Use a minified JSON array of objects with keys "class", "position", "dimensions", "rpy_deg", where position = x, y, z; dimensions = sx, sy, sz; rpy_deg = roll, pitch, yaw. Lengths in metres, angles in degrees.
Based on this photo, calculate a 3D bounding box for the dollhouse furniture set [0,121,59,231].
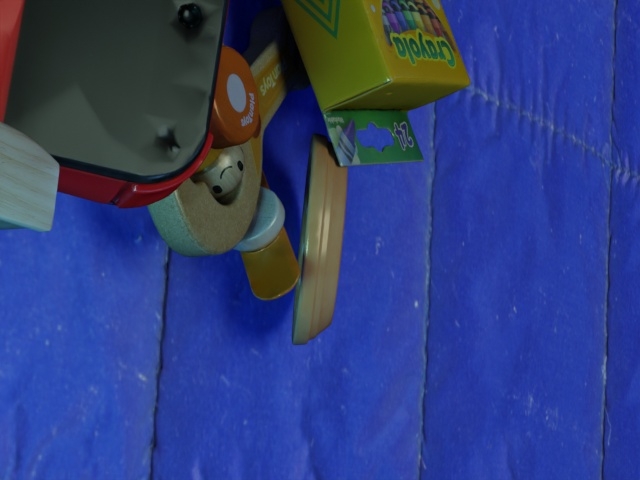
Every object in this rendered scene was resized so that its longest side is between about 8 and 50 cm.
[{"class":"dollhouse furniture set","position":[-0.294,-0.172,1.125],"dimensions":[0.286,0.198,0.303],"rpy_deg":[19,73,-53]}]

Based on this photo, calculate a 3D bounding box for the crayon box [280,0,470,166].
[{"class":"crayon box","position":[0.038,-0.236,1.795],"dimensions":[0.203,0.083,0.323],"rpy_deg":[-9,78,-64]}]

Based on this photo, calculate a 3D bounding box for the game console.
[{"class":"game console","position":[-0.218,-0.237,1.383],"dimensions":[0.342,0.060,0.386],"rpy_deg":[14,74,-24]}]

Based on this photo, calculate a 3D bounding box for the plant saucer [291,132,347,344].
[{"class":"plant saucer","position":[0.000,0.000,1.764],"dimensions":[0.200,0.037,0.200],"rpy_deg":[-175,-90,-88]}]

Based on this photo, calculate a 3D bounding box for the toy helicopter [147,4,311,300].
[{"class":"toy helicopter","position":[-0.067,-0.100,1.679],"dimensions":[0.235,0.140,0.355],"rpy_deg":[68,28,-22]}]
